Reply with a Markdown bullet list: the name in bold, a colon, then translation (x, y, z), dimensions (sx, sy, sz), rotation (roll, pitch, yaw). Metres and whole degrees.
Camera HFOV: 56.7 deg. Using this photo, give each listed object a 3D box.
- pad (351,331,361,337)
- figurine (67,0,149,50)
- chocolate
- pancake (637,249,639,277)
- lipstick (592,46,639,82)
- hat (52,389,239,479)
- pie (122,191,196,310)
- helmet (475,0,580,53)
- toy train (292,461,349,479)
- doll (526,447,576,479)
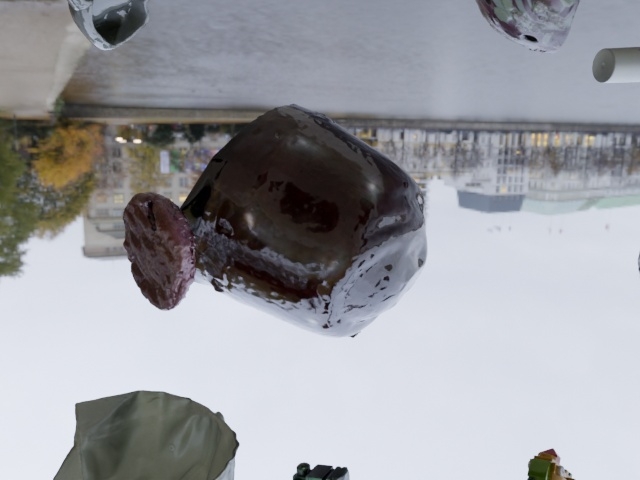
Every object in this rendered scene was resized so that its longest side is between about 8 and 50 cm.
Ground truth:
- **pad**: translation (0.014, 0.111, 1.370), dimensions (0.174, 0.232, 0.022), rotation (8, -154, 15)
- **figurine**: translation (-0.137, -0.288, 0.364), dimensions (0.342, 0.167, 0.285), rotation (-44, 171, 38)
- **chocolate**: translation (0.000, 0.000, 0.996), dimensions (0.331, 0.383, 0.384), rotation (37, -158, 13)
- **pancake**: translation (0.369, 0.002, 0.440), dimensions (0.250, 0.250, 0.031), rotation (11, 151, 43)
- **lipstick**: translation (0.689, -0.362, 1.215), dimensions (0.255, 0.070, 0.070), rotation (-6, -168, -12)
- **hat**: translation (-0.233, 0.364, 0.776), dimensions (0.168, 0.301, 0.258), rotation (21, -177, -45)
- **pie**: translation (-0.203, 0.012, 0.746), dimensions (0.038, 0.153, 0.154), rotation (-19, -159, -40)
- **helmet**: translation (0.186, -0.272, 0.549), dimensions (0.107, 0.176, 0.153), rotation (8, -166, -4)
- **toy train**: translation (-0.002, 0.472, 1.028), dimensions (0.111, 0.170, 0.071), rotation (-4, -177, 26)
- **doll**: translation (0.468, 0.515, 1.191), dimensions (0.106, 0.186, 0.134), rotation (-7, -157, 46)
